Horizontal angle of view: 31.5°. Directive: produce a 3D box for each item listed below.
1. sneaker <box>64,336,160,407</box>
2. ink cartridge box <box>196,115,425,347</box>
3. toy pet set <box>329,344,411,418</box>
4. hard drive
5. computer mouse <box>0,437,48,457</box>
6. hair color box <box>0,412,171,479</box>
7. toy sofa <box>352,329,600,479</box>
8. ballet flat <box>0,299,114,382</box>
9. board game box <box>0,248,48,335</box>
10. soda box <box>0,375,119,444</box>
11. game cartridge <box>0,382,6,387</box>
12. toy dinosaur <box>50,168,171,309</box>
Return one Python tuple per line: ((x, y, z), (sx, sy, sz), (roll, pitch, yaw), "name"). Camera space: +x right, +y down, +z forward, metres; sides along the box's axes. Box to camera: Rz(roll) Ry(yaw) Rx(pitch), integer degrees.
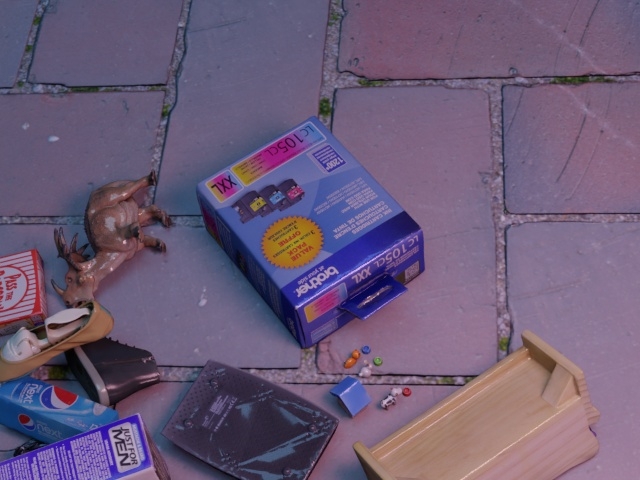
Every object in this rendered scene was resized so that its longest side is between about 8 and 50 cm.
((-0.368, 0.197, 1.964), (0.118, 0.083, 0.222), (-16, 46, -27), "sneaker")
((0.000, 0.000, 1.998), (0.270, 0.151, 0.395), (-33, 59, -14), "ink cartridge box")
((0.071, 0.231, 1.877), (0.114, 0.065, 0.122), (-37, 59, -17), "toy pet set")
((-0.113, 0.312, 1.852), (0.255, 0.054, 0.172), (21, 61, 20), "hard drive")
((-0.547, 0.360, 1.892), (0.242, 0.041, 0.071), (-5, 32, -2), "computer mouse")
((-0.407, 0.403, 1.749), (0.339, 0.185, 0.110), (-18, 54, -5), "hair color box")
((0.247, 0.319, 1.763), (0.362, 0.177, 0.150), (-32, 35, -13), "toy sofa")
((-0.462, 0.160, 1.894), (0.232, 0.073, 0.080), (-25, 48, -4), "ballet flat")
((-0.599, 0.106, 2.063), (0.193, 0.045, 0.146), (-14, 55, -3), "board game box")
((-0.436, 0.294, 1.881), (0.210, 0.071, 0.067), (17, 38, 21), "soda box")
((-0.561, 0.259, 1.971), (0.056, 0.017, 0.083), (-3, 56, 1), "game cartridge")
((-0.394, -0.029, 2.088), (0.200, 0.127, 0.295), (-7, 49, 11), "toy dinosaur")
